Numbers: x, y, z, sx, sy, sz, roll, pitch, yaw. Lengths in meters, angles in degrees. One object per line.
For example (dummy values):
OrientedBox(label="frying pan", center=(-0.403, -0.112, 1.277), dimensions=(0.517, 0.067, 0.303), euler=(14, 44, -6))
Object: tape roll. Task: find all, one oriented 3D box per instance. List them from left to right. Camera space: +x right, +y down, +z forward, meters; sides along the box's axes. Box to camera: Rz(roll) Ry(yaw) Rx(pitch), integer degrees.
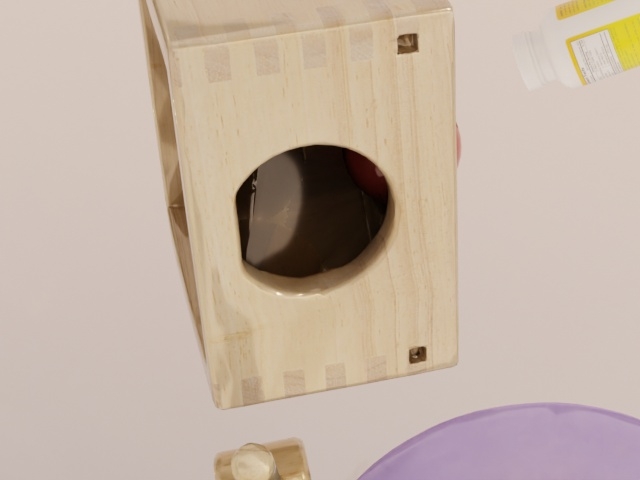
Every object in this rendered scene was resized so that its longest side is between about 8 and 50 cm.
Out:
OrientedBox(label="tape roll", center=(0.083, 0.154, 0.516), dimensions=(0.189, 0.189, 0.080), euler=(23, -3, 9))

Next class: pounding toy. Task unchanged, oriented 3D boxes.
OrientedBox(label="pounding toy", center=(0.002, 0.010, 0.466), dimensions=(0.094, 0.181, 0.206), euler=(-10, -58, -8))

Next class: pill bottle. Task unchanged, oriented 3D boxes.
OrientedBox(label="pill bottle", center=(0.140, -0.104, 0.708), dimensions=(0.083, 0.043, 0.043), euler=(-18, -46, 17))
